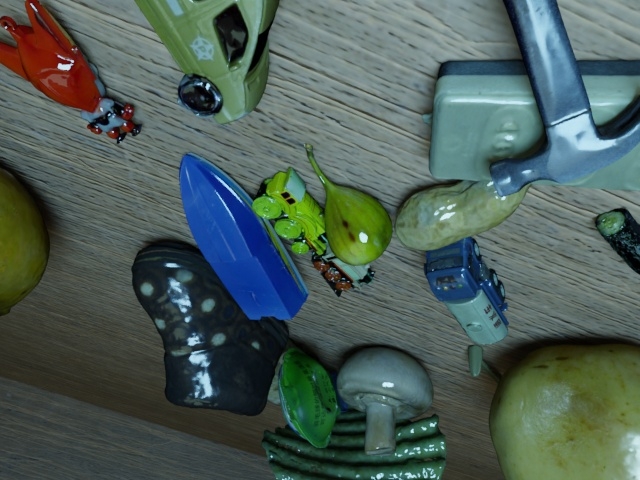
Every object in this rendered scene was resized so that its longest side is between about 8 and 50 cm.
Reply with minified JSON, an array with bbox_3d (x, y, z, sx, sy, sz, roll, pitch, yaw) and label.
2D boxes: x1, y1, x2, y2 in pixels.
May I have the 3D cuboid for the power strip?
[{"bbox_3d":[0.223,-0.104,0.398,0.256,0.070,0.105,7,142,15],"label":"power strip"}]

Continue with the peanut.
[{"bbox_3d":[0.158,-0.038,0.505,0.080,0.080,0.174,38,135,-28],"label":"peanut"}]

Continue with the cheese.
[{"bbox_3d":[-0.008,0.331,0.922,0.083,0.204,0.320,-25,156,13],"label":"cheese"}]

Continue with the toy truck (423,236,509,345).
[{"bbox_3d":[0.216,0.080,0.631,0.074,0.088,0.202,-12,136,35],"label":"toy truck"}]

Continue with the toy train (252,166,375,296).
[{"bbox_3d":[0.000,0.000,0.635,0.085,0.053,0.250,-17,134,29],"label":"toy train"}]

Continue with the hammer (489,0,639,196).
[{"bbox_3d":[0.149,-0.172,0.297,0.137,0.037,0.290,-18,116,27],"label":"hammer"}]

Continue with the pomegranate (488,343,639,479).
[{"bbox_3d":[0.446,0.326,0.691,0.332,0.333,0.333,10,144,7],"label":"pomegranate"}]

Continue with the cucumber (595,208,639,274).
[{"bbox_3d":[0.393,0.019,0.530,0.163,0.043,0.039,38,176,-25],"label":"cucumber"}]

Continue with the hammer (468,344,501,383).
[{"bbox_3d":[0.349,0.278,0.881,0.028,0.060,0.195,-16,138,35],"label":"hammer"}]

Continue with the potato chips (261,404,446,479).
[{"bbox_3d":[0.067,0.458,0.979,0.389,0.097,0.373,-9,-170,-14],"label":"potato chips"}]

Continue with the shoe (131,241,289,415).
[{"bbox_3d":[-0.221,0.190,0.812,0.171,0.237,0.384,-10,138,31],"label":"shoe"}]

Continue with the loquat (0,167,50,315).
[{"bbox_3d":[-0.607,-0.018,0.645,0.328,0.328,0.360,-34,78,47],"label":"loquat"}]

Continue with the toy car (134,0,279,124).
[{"bbox_3d":[-0.094,-0.221,0.334,0.124,0.101,0.257,-8,137,24],"label":"toy car"}]

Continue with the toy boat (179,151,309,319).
[{"bbox_3d":[-0.125,-0.005,0.657,0.129,0.088,0.295,-6,128,28],"label":"toy boat"}]

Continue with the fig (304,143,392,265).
[{"bbox_3d":[0.042,-0.050,0.555,0.093,0.093,0.166,-8,101,29],"label":"fig"}]

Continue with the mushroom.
[{"bbox_3d":[0.130,0.338,0.902,0.207,0.215,0.207,7,139,7],"label":"mushroom"}]

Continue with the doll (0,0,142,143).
[{"bbox_3d":[-0.286,-0.179,0.496,0.109,0.057,0.169,-10,136,28],"label":"doll"}]

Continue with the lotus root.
[{"bbox_3d":[-0.071,0.342,1.063,0.170,0.075,0.261,-30,130,19],"label":"lotus root"}]
